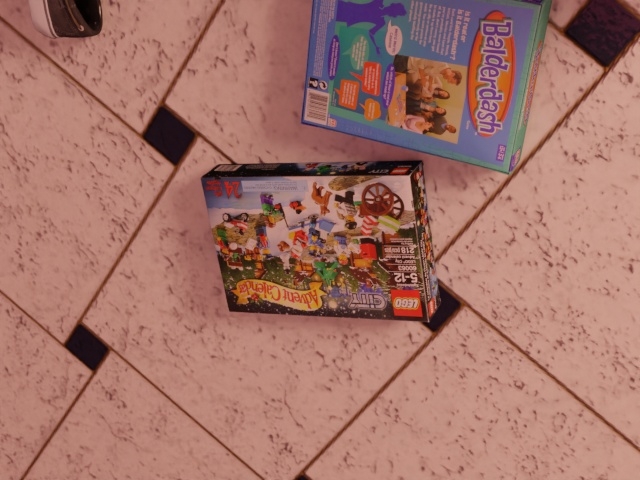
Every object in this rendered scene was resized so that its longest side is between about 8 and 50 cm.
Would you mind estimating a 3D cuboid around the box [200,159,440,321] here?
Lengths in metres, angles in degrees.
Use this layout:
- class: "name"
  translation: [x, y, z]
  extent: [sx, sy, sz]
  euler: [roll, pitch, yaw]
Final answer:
- class: "box"
  translation: [0.000, 0.000, 1.058]
  extent: [0.233, 0.044, 0.159]
  euler: [1, 114, 25]

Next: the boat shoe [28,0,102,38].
- class: "boat shoe"
  translation: [-0.253, -0.307, 1.010]
  extent: [0.076, 0.080, 0.229]
  euler: [10, 119, 14]

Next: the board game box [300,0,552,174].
- class: "board game box"
  translation: [0.092, -0.163, 0.935]
  extent: [0.210, 0.047, 0.160]
  euler: [17, 119, 18]
